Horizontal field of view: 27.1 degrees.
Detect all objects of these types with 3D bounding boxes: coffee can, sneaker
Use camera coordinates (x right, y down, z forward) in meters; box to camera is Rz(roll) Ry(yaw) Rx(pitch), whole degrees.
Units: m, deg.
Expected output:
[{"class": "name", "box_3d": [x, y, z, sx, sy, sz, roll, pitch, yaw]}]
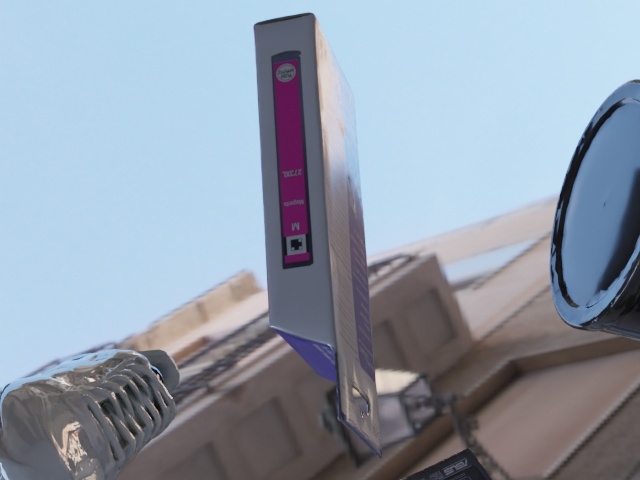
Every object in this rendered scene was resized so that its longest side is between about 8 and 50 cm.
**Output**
[{"class": "coffee can", "box_3d": [0.351, 0.002, 1.065, 0.275, 0.201, 0.202, 14, -116, -10]}, {"class": "sneaker", "box_3d": [-0.135, 0.104, 0.776, 0.235, 0.094, 0.090, -118, 7, -82]}]

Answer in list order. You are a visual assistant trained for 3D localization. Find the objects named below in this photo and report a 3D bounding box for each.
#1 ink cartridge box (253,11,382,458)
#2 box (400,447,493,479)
[{"class": "ink cartridge box", "box_3d": [0.000, 0.000, 1.188, 0.176, 0.069, 0.371, 55, -153, -67]}, {"class": "box", "box_3d": [0.139, 0.383, 1.653, 0.231, 0.056, 0.183, -22, -124, -23]}]
